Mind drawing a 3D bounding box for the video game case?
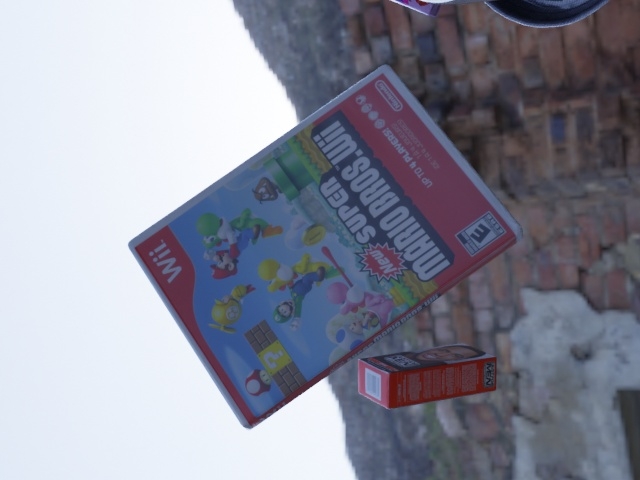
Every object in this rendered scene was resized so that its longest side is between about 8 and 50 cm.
[{"bbox_3d":[0.000,0.000,0.988,0.204,0.285,0.025,54,178,22],"label":"video game case"}]

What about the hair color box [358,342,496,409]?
[{"bbox_3d":[0.120,0.151,1.281,0.141,0.072,0.043,-5,-79,-27],"label":"hair color box"}]

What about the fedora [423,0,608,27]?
[{"bbox_3d":[0.127,-0.278,0.926,0.124,0.275,0.244,-23,-73,-19],"label":"fedora"}]

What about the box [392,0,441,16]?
[{"bbox_3d":[0.079,-0.393,1.115,0.293,0.200,0.057,-67,-9,13],"label":"box"}]
